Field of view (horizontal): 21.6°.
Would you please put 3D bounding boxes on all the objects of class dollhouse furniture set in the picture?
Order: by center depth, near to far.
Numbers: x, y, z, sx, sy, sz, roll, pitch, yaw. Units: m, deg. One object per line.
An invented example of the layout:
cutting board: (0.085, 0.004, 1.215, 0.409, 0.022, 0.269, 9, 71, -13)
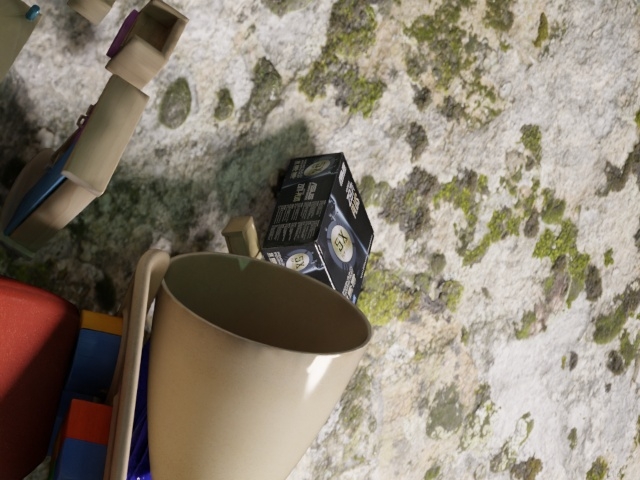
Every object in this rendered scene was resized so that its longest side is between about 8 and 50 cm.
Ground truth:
dollhouse furniture set: (-0.354, -0.179, 1.785, 0.303, 0.198, 0.286, 34, 54, -17)
dollhouse furniture set: (-0.099, 0.038, 2.147, 0.161, 0.101, 0.182, -58, 138, -59)

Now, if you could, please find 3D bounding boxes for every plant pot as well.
plant pot: (-0.403, 0.131, 1.723, 0.235, 0.267, 0.267, 5, 101, -60)
plant pot: (-0.103, 0.191, 1.965, 0.256, 0.256, 0.274, -2, 117, -46)

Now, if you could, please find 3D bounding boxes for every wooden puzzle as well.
wooden puzzle: (-0.262, 0.218, 1.826, 0.322, 0.080, 0.348, 119, -16, -50)

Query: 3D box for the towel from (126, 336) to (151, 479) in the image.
towel: (-0.205, 0.300, 2.082, 0.228, 0.076, 0.308, 51, 57, -43)

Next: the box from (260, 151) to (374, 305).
box: (0.000, 0.000, 2.161, 0.180, 0.077, 0.147, -73, 149, -46)
